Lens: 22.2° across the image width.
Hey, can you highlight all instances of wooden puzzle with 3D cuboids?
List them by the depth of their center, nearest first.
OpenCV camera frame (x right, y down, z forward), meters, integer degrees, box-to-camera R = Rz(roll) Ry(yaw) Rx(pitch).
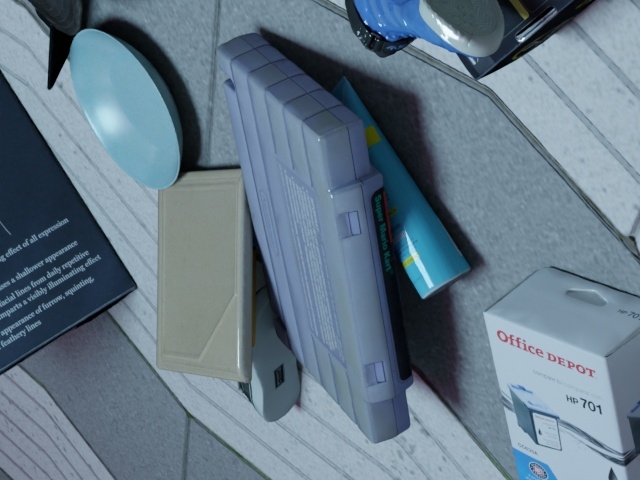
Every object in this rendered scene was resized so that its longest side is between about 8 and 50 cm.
[{"bbox_3d":[-0.119,0.035,1.753,0.238,0.044,0.221,1,90,62],"label":"wooden puzzle"}]

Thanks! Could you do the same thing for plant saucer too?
[{"bbox_3d":[-0.203,-0.150,1.785,0.195,0.037,0.195,36,144,32],"label":"plant saucer"}]

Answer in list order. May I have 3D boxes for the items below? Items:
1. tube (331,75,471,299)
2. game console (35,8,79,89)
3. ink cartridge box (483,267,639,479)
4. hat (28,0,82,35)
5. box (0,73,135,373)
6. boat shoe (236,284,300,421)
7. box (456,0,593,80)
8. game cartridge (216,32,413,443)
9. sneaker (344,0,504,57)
[{"bbox_3d":[0.062,-0.047,1.483,0.207,0.052,0.080,59,145,9],"label":"tube"},{"bbox_3d":[-0.304,-0.250,1.804,0.107,0.071,0.122,46,148,19],"label":"game console"},{"bbox_3d":[0.226,0.135,1.372,0.139,0.082,0.191,21,136,47],"label":"ink cartridge box"},{"bbox_3d":[-0.300,-0.372,1.619,0.331,0.134,0.331,47,167,14],"label":"hat"},{"bbox_3d":[-0.483,-0.011,2.080,0.395,0.293,0.212,58,150,-1],"label":"box"},{"bbox_3d":[-0.069,0.117,1.801,0.070,0.077,0.219,39,148,27],"label":"boat shoe"},{"bbox_3d":[0.092,-0.341,1.096,0.395,0.097,0.318,56,153,3],"label":"box"},{"bbox_3d":[0.000,0.000,1.554,0.230,0.068,0.355,39,148,48],"label":"game cartridge"},{"bbox_3d":[0.070,-0.158,1.157,0.152,0.058,0.085,44,146,30],"label":"sneaker"}]
